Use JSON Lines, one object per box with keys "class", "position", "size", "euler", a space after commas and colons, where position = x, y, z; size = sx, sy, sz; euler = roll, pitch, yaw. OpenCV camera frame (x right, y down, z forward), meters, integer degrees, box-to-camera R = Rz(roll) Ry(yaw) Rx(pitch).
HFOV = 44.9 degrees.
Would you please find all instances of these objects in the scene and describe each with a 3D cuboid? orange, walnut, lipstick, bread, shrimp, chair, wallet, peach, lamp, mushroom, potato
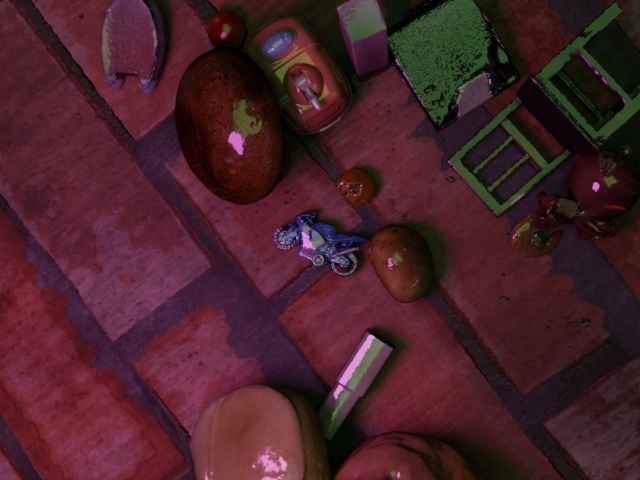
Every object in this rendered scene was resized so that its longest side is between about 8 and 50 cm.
{"class": "orange", "position": [0.082, -0.121, 1.727], "size": [0.086, 0.062, 0.086], "euler": [0, 90, 3]}
{"class": "walnut", "position": [0.191, 0.579, 1.608], "size": [0.384, 0.383, 0.383], "euler": [0, 92, 6]}
{"class": "lipstick", "position": [0.090, -0.400, 1.562], "size": [0.076, 0.371, 0.079], "euler": [-22, 90, 5]}
{"class": "bread", "position": [-0.122, 0.469, 1.650], "size": [0.320, 0.237, 0.320], "euler": [-9, 67, 23]}
{"class": "lipstick", "position": [0.070, 0.321, 1.732], "size": [0.077, 0.079, 0.253], "euler": [32, 96, 4]}
{"class": "shrimp", "position": [0.492, -0.024, 1.696], "size": [0.162, 0.045, 0.095], "euler": [-33, 87, 0]}
{"class": "chair", "position": [0.478, -0.249, 1.593], "size": [0.416, 0.240, 0.203], "euler": [-43, 89, 5]}
{"class": "wallet", "position": [0.280, -0.404, 1.699], "size": [0.221, 0.071, 0.262], "euler": [-32, 95, 5]}
{"class": "peach", "position": [-0.214, -0.473, 1.747], "size": [0.098, 0.061, 0.098], "euler": [0, 89, -1]}
{"class": "lamp", "position": [0.578, -0.105, 1.620], "size": [0.215, 0.151, 0.223], "euler": [19, 85, -20]}
{"class": "mushroom", "position": [-0.189, -0.237, 1.621], "size": [0.345, 0.345, 0.239], "euler": [43, 56, 3]}
{"class": "potato", "position": [0.179, 0.047, 1.691], "size": [0.137, 0.137, 0.176], "euler": [-37, 89, 6]}

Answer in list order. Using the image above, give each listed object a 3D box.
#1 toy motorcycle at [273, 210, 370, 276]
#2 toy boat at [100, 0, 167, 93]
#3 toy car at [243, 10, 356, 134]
{"class": "toy motorcycle", "position": [0.000, 0.000, 1.737], "size": [0.205, 0.076, 0.114], "euler": [24, 87, 4]}
{"class": "toy boat", "position": [-0.420, -0.455, 1.771], "size": [0.155, 0.085, 0.227], "euler": [9, 104, 14]}
{"class": "toy car", "position": [-0.052, -0.362, 1.658], "size": [0.180, 0.212, 0.270], "euler": [-33, 88, 6]}
